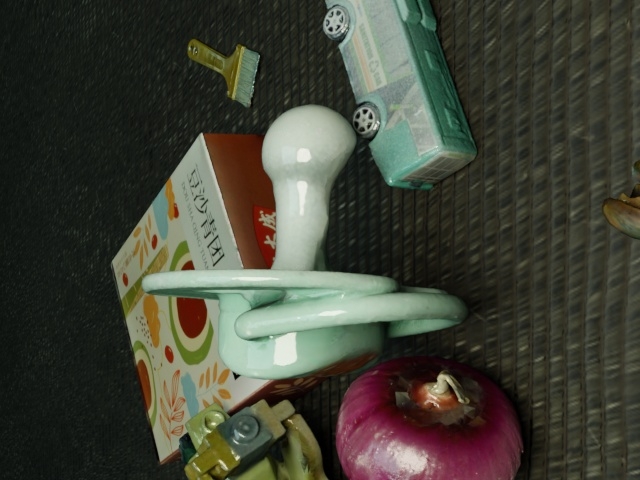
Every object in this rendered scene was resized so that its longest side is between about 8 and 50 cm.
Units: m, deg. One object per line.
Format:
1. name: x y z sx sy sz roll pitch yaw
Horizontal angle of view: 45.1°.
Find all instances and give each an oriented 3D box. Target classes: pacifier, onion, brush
1. pacifier: 0.000 0.000 0.745 0.288 0.343 0.269 -1 85 24
2. onion: 0.102 0.184 0.732 0.177 0.177 0.154 3 106 53
3. brush: -0.154 -0.271 1.177 0.218 0.010 0.083 37 122 46

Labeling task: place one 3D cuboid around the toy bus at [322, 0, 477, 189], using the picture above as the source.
1. toy bus: 0.077 -0.183 0.815 0.109 0.091 0.262 -28 71 39

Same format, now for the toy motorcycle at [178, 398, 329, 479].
1. toy motorcycle: -0.027 0.355 0.895 0.410 0.168 0.237 43 142 21

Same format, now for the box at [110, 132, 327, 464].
1. box: -0.155 0.094 1.114 0.385 0.122 0.345 -43 59 46

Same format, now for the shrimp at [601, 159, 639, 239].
1. shrimp: 0.364 0.078 0.446 0.446 0.109 0.221 47 137 36
